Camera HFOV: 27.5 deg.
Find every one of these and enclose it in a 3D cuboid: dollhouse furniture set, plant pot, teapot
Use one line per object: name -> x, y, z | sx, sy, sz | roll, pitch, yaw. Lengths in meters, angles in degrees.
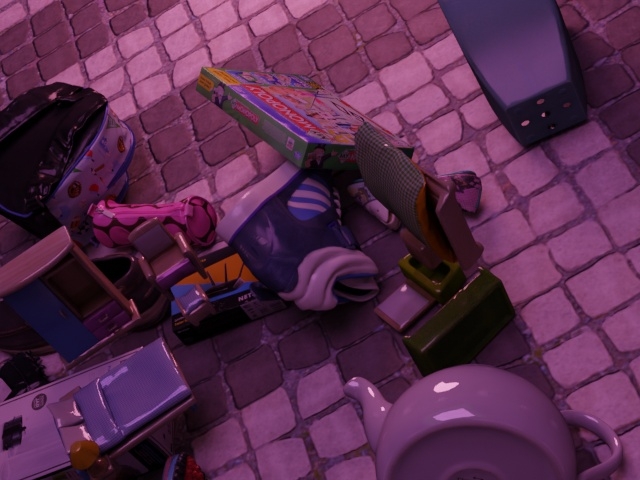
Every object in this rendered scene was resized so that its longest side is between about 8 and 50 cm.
dollhouse furniture set -> 0.108, 0.021, 1.734 | 0.151, 0.301, 0.197 | -42, 47, -11
dollhouse furniture set -> -0.283, 0.135, 1.819 | 0.286, 0.198, 0.303 | -34, 44, 1
plant pot -> 0.303, -0.274, 1.974 | 0.166, 0.165, 0.234 | -23, 54, 12
teapot -> 0.192, 0.240, 1.574 | 0.252, 0.256, 0.187 | -33, 21, 25

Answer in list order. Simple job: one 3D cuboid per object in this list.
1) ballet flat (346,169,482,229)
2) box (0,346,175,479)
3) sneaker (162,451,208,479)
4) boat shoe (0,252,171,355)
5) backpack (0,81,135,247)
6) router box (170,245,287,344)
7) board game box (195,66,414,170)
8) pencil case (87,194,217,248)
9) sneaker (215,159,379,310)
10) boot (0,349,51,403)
ballet flat -> 0.135, -0.057, 1.957 | 0.222, 0.077, 0.079 | -3, 72, 28
box -> -0.363, 0.289, 1.941 | 0.290, 0.087, 0.169 | -21, 46, 14
sneaker -> -0.222, 0.404, 1.752 | 0.125, 0.104, 0.261 | -14, 48, 23
boat shoe -> -0.410, 0.085, 2.108 | 0.355, 0.130, 0.132 | -16, 47, 19
backpack -> -0.448, -0.134, 2.261 | 0.277, 0.213, 0.263 | 27, 78, 36
router box -> -0.144, 0.072, 2.022 | 0.179, 0.046, 0.133 | -21, 45, 13
board game box -> -0.028, -0.194, 2.079 | 0.317, 0.214, 0.046 | 39, 119, 44
pencil case -> -0.277, -0.031, 2.151 | 0.209, 0.098, 0.095 | -3, 53, 28
sneaker -> 0.000, 0.000, 1.965 | 0.130, 0.236, 0.323 | -51, -5, 29
boot -> -0.489, 0.236, 2.090 | 0.121, 0.045, 0.099 | -36, 46, -11
